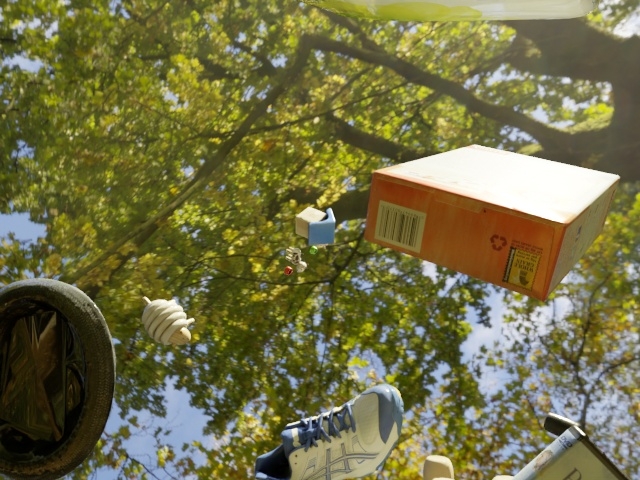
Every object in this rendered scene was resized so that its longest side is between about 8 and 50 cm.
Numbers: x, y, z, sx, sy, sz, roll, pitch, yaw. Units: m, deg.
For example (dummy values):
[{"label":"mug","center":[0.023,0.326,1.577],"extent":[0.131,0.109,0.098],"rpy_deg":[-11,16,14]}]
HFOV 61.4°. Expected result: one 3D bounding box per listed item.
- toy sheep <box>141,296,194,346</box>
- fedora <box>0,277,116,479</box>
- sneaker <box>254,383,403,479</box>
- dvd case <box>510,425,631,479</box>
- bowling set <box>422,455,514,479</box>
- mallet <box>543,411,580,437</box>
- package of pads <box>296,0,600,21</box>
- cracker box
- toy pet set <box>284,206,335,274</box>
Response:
[{"label":"toy sheep","center":[-0.312,0.161,1.085],"extent":[0.132,0.091,0.091],"rpy_deg":[37,-115,15]},{"label":"fedora","center":[-0.459,0.232,0.937],"extent":[0.334,0.152,0.333],"rpy_deg":[-1,-93,13]},{"label":"sneaker","center":[0.008,0.335,0.882],"extent":[0.131,0.111,0.296],"rpy_deg":[30,-67,-27]},{"label":"dvd case","center":[0.194,0.308,0.490],"extent":[0.253,0.022,0.180],"rpy_deg":[-45,-78,5]},{"label":"bowling set","center":[0.178,0.355,0.600],"extent":[0.200,0.287,0.154],"rpy_deg":[11,-101,-40]},{"label":"mallet","center":[0.490,0.372,1.092],"extent":[0.190,0.062,0.039],"rpy_deg":[28,-100,-62]},{"label":"package of pads","center":[0.088,-0.258,0.476],"extent":[0.229,0.297,0.101],"rpy_deg":[-21,-60,-56]},{"label":"cracker box","center":[0.168,-0.032,0.500],"extent":[0.232,0.156,0.067],"rpy_deg":[-22,-55,-50]},{"label":"toy pet set","center":[0.000,0.000,0.921],"extent":[0.122,0.065,0.114],"rpy_deg":[-41,-36,-42]}]
